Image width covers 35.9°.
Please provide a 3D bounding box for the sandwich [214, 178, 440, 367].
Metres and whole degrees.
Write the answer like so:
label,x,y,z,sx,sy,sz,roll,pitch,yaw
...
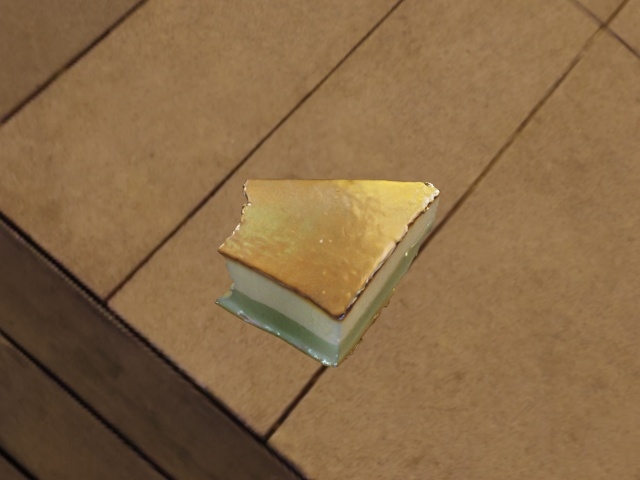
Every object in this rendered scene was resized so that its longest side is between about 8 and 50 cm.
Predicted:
label,x,y,z,sx,sy,sz,roll,pitch,yaw
sandwich,0.000,0.000,1.071,0.186,0.108,0.220,28,53,18
